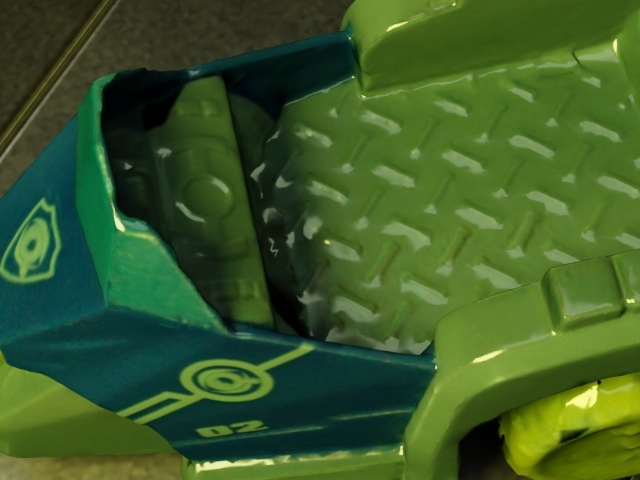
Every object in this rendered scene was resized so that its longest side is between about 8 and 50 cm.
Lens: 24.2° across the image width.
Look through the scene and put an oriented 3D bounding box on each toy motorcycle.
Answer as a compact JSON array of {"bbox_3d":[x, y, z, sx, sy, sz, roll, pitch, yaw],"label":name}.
[{"bbox_3d":[0.000,0.000,0.577,0.326,0.200,0.191,-12,64,-4],"label":"toy motorcycle"}]
